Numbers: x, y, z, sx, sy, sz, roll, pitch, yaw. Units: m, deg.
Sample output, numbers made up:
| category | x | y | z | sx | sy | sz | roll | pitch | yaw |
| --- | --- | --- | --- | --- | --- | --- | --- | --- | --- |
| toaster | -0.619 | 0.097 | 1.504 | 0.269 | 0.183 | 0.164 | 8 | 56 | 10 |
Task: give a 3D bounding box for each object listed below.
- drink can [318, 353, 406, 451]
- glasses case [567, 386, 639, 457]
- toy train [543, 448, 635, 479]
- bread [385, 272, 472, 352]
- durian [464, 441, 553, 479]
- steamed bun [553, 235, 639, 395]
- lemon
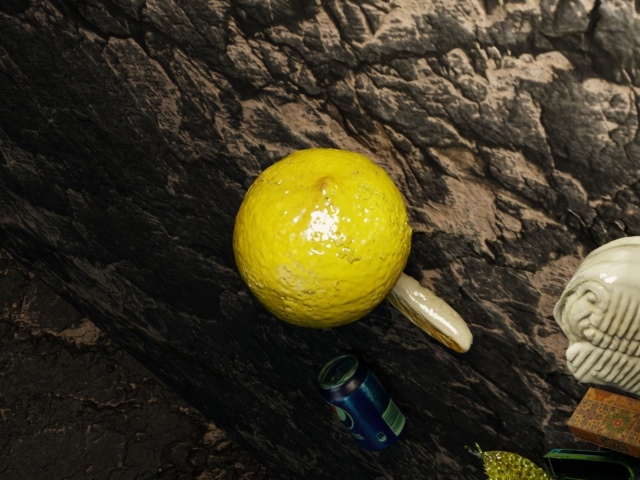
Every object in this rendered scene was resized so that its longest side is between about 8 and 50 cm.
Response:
| category | x | y | z | sx | sy | sz | roll | pitch | yaw |
| --- | --- | --- | --- | --- | --- | --- | --- | --- | --- |
| drink can | 0.086 | 0.334 | 2.107 | 0.118 | 0.118 | 0.205 | 5 | 136 | 54 |
| glasses case | 0.469 | 0.276 | 1.469 | 0.218 | 0.075 | 0.049 | 10 | 144 | 50 |
| toy train | 0.457 | 0.374 | 1.696 | 0.209 | 0.042 | 0.044 | -17 | 97 | 62 |
| bread | 0.165 | 0.105 | 1.672 | 0.214 | 0.053 | 0.073 | 38 | 153 | 16 |
| durian | 0.370 | 0.454 | 1.935 | 0.215 | 0.086 | 0.100 | 39 | 170 | 2 |
| steamed bun | 0.378 | 0.078 | 1.194 | 0.217 | 0.144 | 0.211 | 11 | 138 | 3 |
| lemon | 0.000 | 0.000 | 1.489 | 0.258 | 0.258 | 0.310 | 40 | 153 | 4 |
